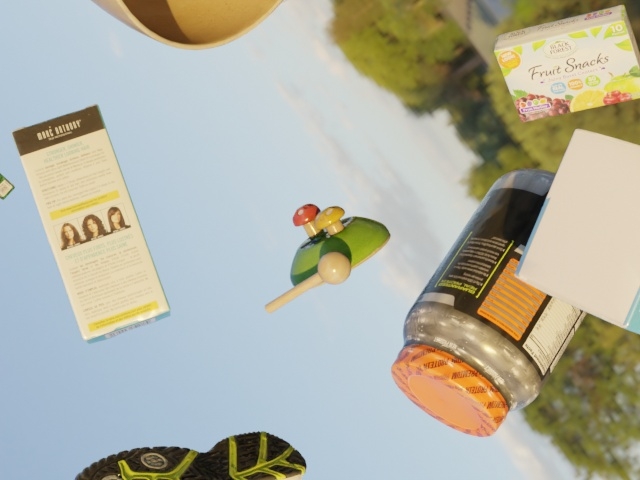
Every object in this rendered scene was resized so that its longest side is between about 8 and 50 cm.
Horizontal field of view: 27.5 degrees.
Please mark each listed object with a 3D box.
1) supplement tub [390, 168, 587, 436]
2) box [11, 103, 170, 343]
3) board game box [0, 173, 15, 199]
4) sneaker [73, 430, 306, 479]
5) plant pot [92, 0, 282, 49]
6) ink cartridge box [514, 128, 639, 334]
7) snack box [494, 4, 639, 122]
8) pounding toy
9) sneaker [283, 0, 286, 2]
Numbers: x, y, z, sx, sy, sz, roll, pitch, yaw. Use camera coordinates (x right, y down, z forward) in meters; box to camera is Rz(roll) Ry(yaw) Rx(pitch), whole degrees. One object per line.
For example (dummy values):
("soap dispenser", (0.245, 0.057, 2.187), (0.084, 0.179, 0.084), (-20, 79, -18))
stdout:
("supplement tub", (0.250, 0.085, 1.780), (0.207, 0.338, 0.207), (31, 157, 14))
("box", (-0.251, -0.017, 1.438), (0.060, 0.101, 0.244), (121, 129, -79))
("board game box", (-0.532, -0.157, 1.802), (0.260, 0.030, 0.136), (36, 168, 34))
("sneaker", (-0.188, 0.380, 1.863), (0.385, 0.147, 0.145), (1, -151, -39))
("plant pot", (-0.145, -0.317, 1.063), (0.191, 0.284, 0.284), (23, 173, 31))
("ink cartridge box", (0.417, 0.017, 1.559), (0.270, 0.198, 0.197), (20, -176, -36))
("snack box", (0.270, -0.189, 1.408), (0.100, 0.141, 0.037), (62, -151, -32))
("pounding toy", (0.000, 0.000, 2.129), (0.110, 0.183, 0.237), (60, -147, -10))
("sneaker", (0.047, -0.301, 1.398), (0.145, 0.270, 0.090), (57, -156, 11))
